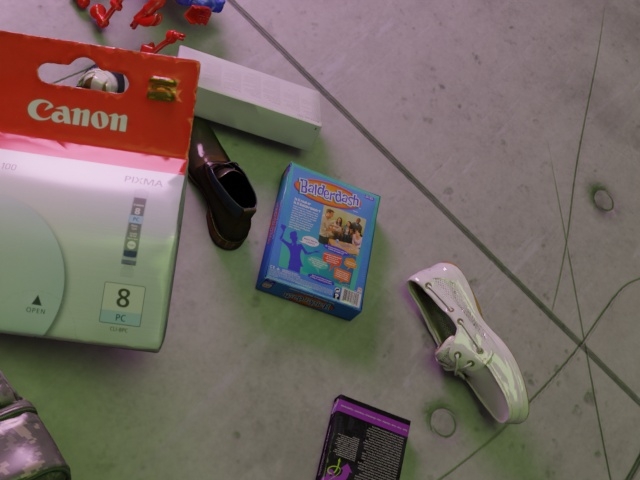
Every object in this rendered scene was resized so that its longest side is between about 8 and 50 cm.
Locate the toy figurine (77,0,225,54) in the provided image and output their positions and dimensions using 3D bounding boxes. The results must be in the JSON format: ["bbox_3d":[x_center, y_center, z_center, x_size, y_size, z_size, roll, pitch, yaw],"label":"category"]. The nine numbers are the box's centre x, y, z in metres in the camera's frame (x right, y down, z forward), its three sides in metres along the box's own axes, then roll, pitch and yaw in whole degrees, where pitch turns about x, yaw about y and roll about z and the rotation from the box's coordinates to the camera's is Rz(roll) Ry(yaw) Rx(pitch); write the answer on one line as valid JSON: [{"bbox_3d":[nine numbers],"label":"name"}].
[{"bbox_3d":[-0.272,-0.445,1.476,0.363,0.191,0.217,50,26,13],"label":"toy figurine"}]

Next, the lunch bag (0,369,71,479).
[{"bbox_3d":[-0.460,0.250,0.984,0.305,0.213,0.256,-24,60,-33],"label":"lunch bag"}]

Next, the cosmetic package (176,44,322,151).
[{"bbox_3d":[-0.119,-0.221,1.437,0.238,0.060,0.099,16,39,-17],"label":"cosmetic package"}]

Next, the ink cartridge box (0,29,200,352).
[{"bbox_3d":[-0.325,-0.069,1.144,0.308,0.091,0.385,8,87,-5],"label":"ink cartridge box"}]

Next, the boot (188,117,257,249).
[{"bbox_3d":[-0.144,-0.106,1.352,0.082,0.106,0.219,-13,72,-29],"label":"boot"}]

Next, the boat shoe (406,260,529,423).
[{"bbox_3d":[0.215,0.165,1.396,0.096,0.098,0.277,-15,64,-29],"label":"boat shoe"}]

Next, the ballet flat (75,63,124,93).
[{"bbox_3d":[-0.335,-0.199,1.333,0.074,0.074,0.203,27,57,-10],"label":"ballet flat"}]

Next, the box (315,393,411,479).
[{"bbox_3d":[0.058,0.312,1.287,0.116,0.029,0.162,23,57,-12],"label":"box"}]

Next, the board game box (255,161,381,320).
[{"bbox_3d":[0.000,0.000,1.403,0.160,0.047,0.210,20,59,-14],"label":"board game box"}]
